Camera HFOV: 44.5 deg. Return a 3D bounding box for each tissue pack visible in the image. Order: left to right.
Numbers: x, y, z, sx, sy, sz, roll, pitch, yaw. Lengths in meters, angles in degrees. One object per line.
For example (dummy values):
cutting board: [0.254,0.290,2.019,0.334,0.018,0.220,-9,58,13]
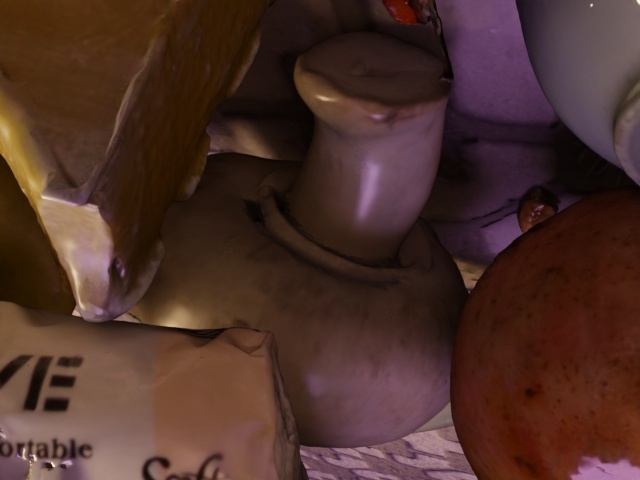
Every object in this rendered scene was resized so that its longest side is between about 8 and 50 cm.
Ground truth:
tissue pack: [-0.187,0.169,0.491,0.375,0.195,0.390,4,145,1]

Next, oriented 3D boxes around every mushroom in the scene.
mushroom: [-0.015,0.033,0.662,0.315,0.315,0.356,15,165,11]

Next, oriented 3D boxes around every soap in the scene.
soap: [-0.209,-0.149,0.430,0.339,0.304,0.169,16,151,8]

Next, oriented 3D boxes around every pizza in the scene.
pizza: [0.201,-0.022,0.727,0.037,0.016,0.083,11,150,20]

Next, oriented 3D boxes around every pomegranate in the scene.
pomegranate: [0.250,0.110,0.551,0.322,0.322,0.322,16,155,8]

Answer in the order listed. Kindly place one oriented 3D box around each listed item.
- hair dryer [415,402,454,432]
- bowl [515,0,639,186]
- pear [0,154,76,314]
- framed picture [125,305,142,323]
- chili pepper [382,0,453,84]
hair dryer: [0.180,0.112,0.894,0.296,0.298,0.119,-11,102,16]
bowl: [0.229,-0.101,0.397,0.289,0.146,0.289,15,155,7]
pear: [-0.362,-0.069,0.632,0.418,0.362,0.362,48,171,33]
framed picture: [-0.275,0.137,1.389,0.184,0.016,0.250,-5,146,41]
chili pepper: [0.033,-0.195,0.450,0.050,0.059,0.268,15,154,38]
